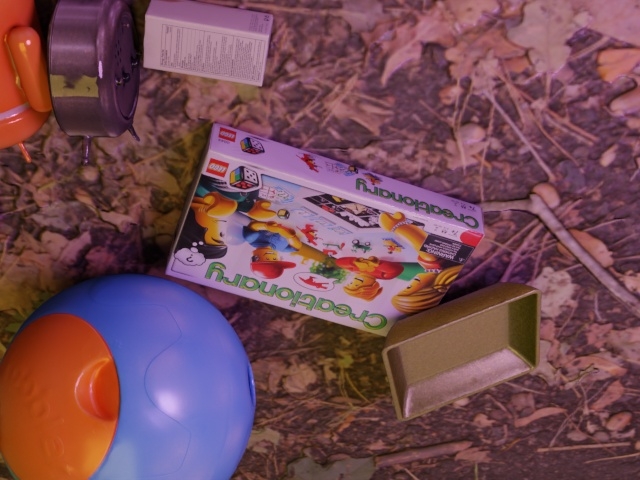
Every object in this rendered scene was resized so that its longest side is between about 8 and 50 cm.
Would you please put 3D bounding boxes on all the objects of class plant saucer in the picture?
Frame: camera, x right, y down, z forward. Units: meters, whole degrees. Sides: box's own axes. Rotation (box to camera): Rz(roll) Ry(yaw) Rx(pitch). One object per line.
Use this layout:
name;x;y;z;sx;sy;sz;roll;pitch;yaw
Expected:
plant saucer;0.161;0.122;1.108;0.188;0.045;0.188;-21;143;-3

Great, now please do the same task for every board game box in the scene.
board game box;0.000;0.000;1.045;0.305;0.053;0.193;16;132;-11

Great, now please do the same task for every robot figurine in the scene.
robot figurine;-0.315;-0.175;0.861;0.158;0.128;0.219;-4;131;-1

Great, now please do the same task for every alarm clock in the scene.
alarm clock;-0.201;-0.175;0.852;0.064;0.129;0.192;-1;121;4

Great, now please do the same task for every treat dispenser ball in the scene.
treat dispenser ball;-0.217;0.181;1.069;0.288;0.288;0.288;2;133;2

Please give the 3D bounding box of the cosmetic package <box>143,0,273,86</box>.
cosmetic package;-0.105;-0.187;0.890;0.115;0.041;0.060;10;133;-5
